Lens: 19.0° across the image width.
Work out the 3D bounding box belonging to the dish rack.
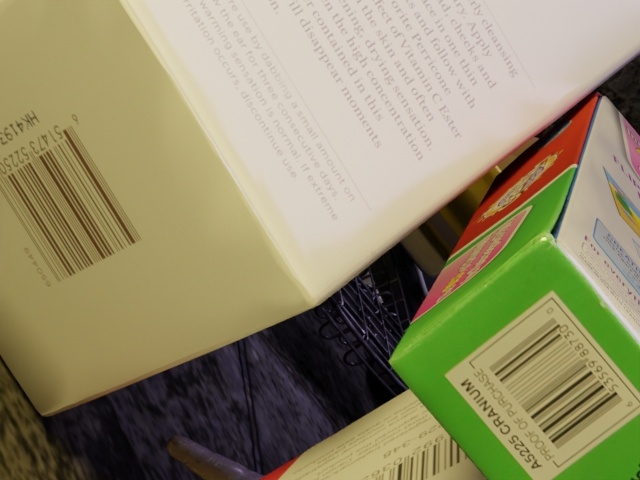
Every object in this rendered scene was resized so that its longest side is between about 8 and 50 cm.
[{"bbox_3d":[0.000,0.000,1.410,0.208,0.074,0.271,49,18,-40],"label":"dish rack"}]

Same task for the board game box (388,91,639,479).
[{"bbox_3d":[0.148,0.075,0.706,0.242,0.064,0.316,50,16,-2],"label":"board game box"}]

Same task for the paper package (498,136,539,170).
[{"bbox_3d":[0.285,0.072,1.854,0.325,0.168,0.309,23,-24,49],"label":"paper package"}]

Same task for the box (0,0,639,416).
[{"bbox_3d":[0.000,-0.094,0.877,0.345,0.215,0.168,-36,98,-40],"label":"box"}]

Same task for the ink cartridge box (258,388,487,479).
[{"bbox_3d":[0.012,0.181,0.658,0.131,0.226,0.306,56,14,-13],"label":"ink cartridge box"}]

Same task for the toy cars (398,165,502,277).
[{"bbox_3d":[0.157,0.041,1.394,0.393,0.087,0.176,45,-5,34],"label":"toy cars"}]

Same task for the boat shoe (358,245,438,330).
[{"bbox_3d":[0.081,0.025,1.623,0.302,0.091,0.114,57,13,-17],"label":"boat shoe"}]

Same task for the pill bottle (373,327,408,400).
[{"bbox_3d":[0.140,0.156,1.504,0.208,0.118,0.117,59,12,-8],"label":"pill bottle"}]

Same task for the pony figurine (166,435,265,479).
[{"bbox_3d":[0.129,0.183,0.946,0.351,0.363,0.303,64,-15,-8],"label":"pony figurine"}]
